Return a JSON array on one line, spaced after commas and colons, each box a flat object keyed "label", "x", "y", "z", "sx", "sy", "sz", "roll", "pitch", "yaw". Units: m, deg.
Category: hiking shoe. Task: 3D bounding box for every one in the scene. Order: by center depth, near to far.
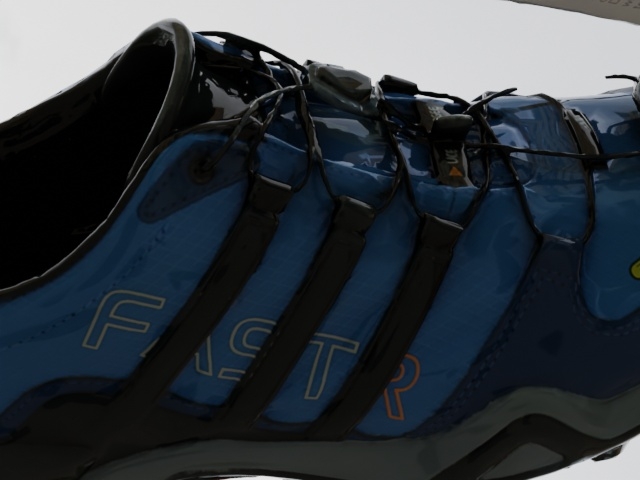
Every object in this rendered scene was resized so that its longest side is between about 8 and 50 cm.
[{"label": "hiking shoe", "x": 0.000, "y": 0.000, "z": 0.432, "sx": 0.304, "sy": 0.113, "sz": 0.132, "roll": -17, "pitch": -48, "yaw": -5}]

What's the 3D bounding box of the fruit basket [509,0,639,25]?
[{"label": "fruit basket", "x": 0.270, "y": -0.138, "z": 0.496, "sx": 0.353, "sy": 0.327, "sz": 0.165, "roll": 15, "pitch": -37, "yaw": 52}]
